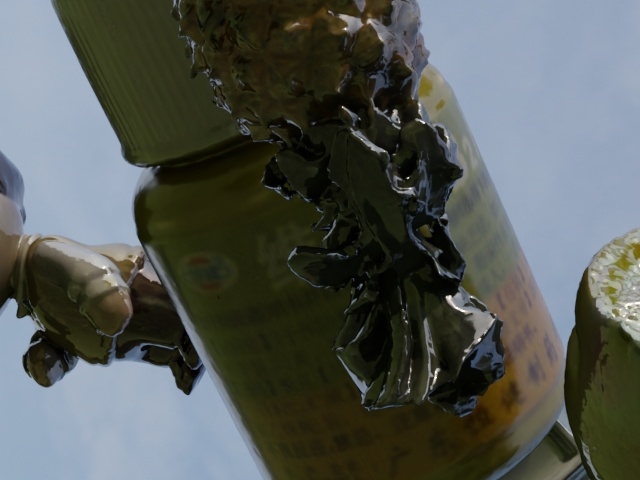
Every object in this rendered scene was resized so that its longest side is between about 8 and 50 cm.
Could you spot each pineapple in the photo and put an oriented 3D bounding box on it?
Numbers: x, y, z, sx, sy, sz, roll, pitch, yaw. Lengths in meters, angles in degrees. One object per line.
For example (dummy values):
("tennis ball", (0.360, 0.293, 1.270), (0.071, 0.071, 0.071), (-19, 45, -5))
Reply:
("pineapple", (0.016, -0.032, 0.703), (0.111, 0.119, 0.237), (-24, -100, 32))

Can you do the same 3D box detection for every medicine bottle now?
("medicine bottle", (-0.005, -0.026, 1.025), (0.224, 0.224, 0.384), (-10, -68, 46))

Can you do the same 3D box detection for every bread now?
("bread", (0.209, 0.089, 0.866), (0.156, 0.261, 0.158), (-51, -136, -3))

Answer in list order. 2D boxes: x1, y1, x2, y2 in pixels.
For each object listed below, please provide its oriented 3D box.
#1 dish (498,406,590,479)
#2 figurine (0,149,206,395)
("dish", (0.107, 0.179, 1.138), (0.151, 0.212, 0.077), (47, -19, 16))
("figurine", (-0.266, 0.034, 1.254), (0.365, 0.206, 0.218), (34, -11, 5))
